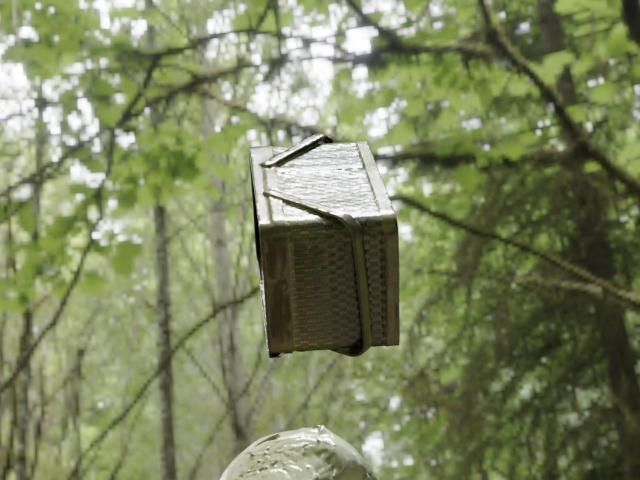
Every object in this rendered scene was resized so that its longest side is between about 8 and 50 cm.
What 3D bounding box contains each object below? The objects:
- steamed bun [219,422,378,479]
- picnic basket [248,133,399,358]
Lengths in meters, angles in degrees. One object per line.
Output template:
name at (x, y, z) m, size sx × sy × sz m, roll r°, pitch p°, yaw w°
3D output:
steamed bun at (-0.024, 0.200, 0.951) m, size 0.130 × 0.091 × 0.112 m, roll -41°, pitch -46°, yaw -11°
picnic basket at (0.000, 0.000, 1.382) m, size 0.139 × 0.266 × 0.165 m, roll -5°, pitch -63°, yaw -4°
